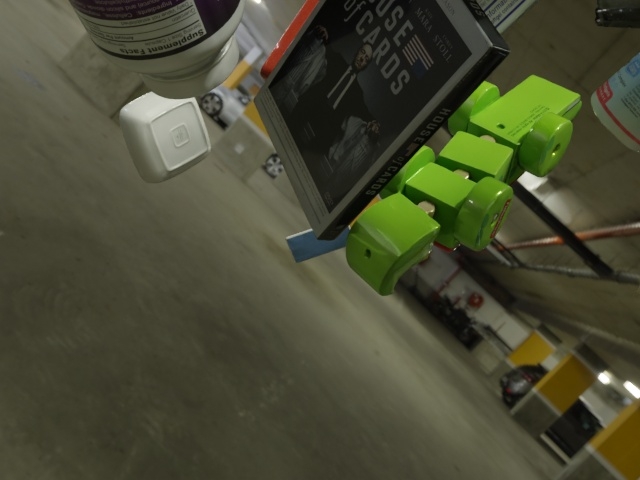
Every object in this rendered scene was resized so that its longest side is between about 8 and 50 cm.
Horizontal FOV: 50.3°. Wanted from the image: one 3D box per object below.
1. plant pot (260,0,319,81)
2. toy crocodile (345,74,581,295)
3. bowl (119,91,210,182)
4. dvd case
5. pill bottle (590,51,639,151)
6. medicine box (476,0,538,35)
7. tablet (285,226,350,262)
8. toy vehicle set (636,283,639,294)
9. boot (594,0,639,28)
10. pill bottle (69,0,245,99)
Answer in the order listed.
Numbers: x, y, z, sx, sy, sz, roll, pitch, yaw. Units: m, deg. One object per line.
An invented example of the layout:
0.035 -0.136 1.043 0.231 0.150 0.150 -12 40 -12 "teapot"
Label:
0.080 -0.333 1.339 0.235 0.267 0.267 33 -2 15 "plant pot"
0.157 -0.069 0.687 0.115 0.340 0.105 30 -37 26 "toy crocodile"
-0.242 -0.171 1.109 0.053 0.142 0.142 15 -50 42 "bowl"
0.035 -0.140 0.598 0.029 0.239 0.179 0 55 -40 "dvd case"
0.372 -0.173 0.708 0.087 0.160 0.087 25 41 -24 "pill bottle"
0.192 -0.419 0.829 0.289 0.263 0.149 47 14 -2 "medicine box"
0.000 0.000 0.880 0.054 0.083 0.006 70 2 -49 "tablet"
0.293 0.065 0.444 0.166 0.035 0.267 48 8 22 "toy vehicle set"
0.272 -0.236 0.413 0.083 0.246 0.161 -112 -178 -65 "boot"
-0.185 -0.301 0.694 0.181 0.181 0.323 46 -13 31 "pill bottle"
